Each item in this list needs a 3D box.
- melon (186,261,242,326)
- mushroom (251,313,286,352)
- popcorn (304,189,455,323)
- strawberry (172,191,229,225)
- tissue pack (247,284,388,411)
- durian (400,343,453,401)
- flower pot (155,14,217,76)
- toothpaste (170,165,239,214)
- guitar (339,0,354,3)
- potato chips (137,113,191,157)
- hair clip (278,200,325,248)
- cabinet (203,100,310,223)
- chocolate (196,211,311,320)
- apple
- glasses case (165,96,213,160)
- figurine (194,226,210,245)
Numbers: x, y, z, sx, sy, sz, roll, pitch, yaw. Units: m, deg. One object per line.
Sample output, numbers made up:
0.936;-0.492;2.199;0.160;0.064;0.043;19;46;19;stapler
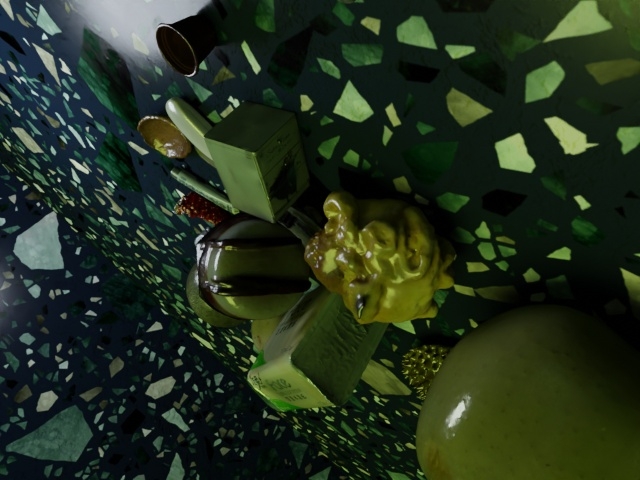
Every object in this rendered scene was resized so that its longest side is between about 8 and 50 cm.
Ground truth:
-0.326;0.171;1.654;0.248;0.249;0.329;30;150;15;melon
-0.141;0.318;1.738;0.204;0.204;0.204;27;148;19;mushroom
0.118;0.056;1.019;0.315;0.281;0.297;17;128;11;popcorn
-0.348;-0.089;1.507;0.208;0.087;0.167;22;177;-22;strawberry
-0.013;0.298;1.395;0.205;0.332;0.405;41;149;-7;tissue pack
0.323;0.360;1.331;0.172;0.166;0.306;64;148;17;durian
-0.259;-0.399;0.972;0.111;0.089;0.111;28;149;19;flower pot
-0.341;-0.148;1.445;0.239;0.039;0.062;32;153;8;toothpaste
-0.031;-0.435;0.742;0.233;0.025;0.088;27;149;18;guitar
-0.420;-0.289;1.332;0.150;0.049;0.201;45;147;-20;potato chips
0.001;-0.002;1.228;0.321;0.091;0.138;50;158;5;hair clip
-0.130;-0.171;1.081;0.150;0.145;0.206;21;145;28;cabinet
-0.157;0.066;1.140;0.283;0.283;0.186;45;173;-10;chocolate
0.406;0.356;0.896;0.473;0.474;0.474;27;148;19;apple
-0.310;-0.278;1.226;0.197;0.049;0.076;46;149;-11;glasses case
-0.385;0.001;1.659;0.082;0.086;0.095;-1;91;29;figurine
